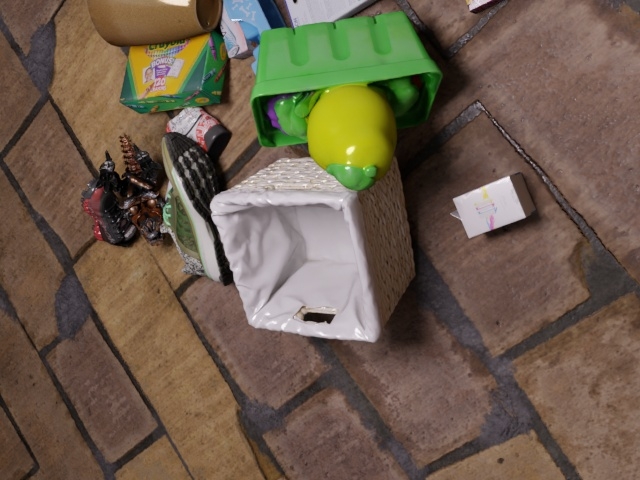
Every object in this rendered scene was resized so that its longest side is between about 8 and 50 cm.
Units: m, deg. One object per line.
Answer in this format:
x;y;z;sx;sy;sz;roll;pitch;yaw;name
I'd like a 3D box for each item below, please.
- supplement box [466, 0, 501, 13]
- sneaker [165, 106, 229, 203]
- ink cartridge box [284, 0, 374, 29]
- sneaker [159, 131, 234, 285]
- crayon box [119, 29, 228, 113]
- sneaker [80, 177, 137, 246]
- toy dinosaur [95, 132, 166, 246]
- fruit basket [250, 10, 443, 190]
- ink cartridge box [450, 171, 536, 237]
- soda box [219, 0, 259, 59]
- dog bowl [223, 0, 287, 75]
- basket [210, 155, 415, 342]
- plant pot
0.329;-0.492;1.297;0.083;0.043;0.054;-20;91;32;supplement box
-0.357;-0.224;1.724;0.145;0.090;0.270;44;114;17;sneaker
0.006;-0.590;1.460;0.224;0.045;0.223;-16;90;41;ink cartridge box
-0.346;-0.066;1.652;0.182;0.158;0.410;-7;111;22;sneaker
-0.370;-0.423;1.664;0.279;0.081;0.165;-1;75;31;crayon box
-0.577;-0.069;1.827;0.135;0.097;0.276;27;150;11;sneaker
-0.505;-0.144;1.781;0.164;0.218;0.322;-39;72;-13;toy dinosaur
0.053;-0.242;1.290;0.393;0.283;0.391;0;75;0;fruit basket
0.346;-0.069;1.340;0.143;0.092;0.089;-23;88;33;ink cartridge box
-0.207;-0.537;1.593;0.063;0.058;0.183;-15;91;31;soda box
-0.117;-0.453;1.503;0.074;0.166;0.297;-27;85;20;dog bowl
0.000;0.000;1.405;0.329;0.266;0.331;2;120;30;basket
-0.371;-0.566;1.556;0.255;0.237;0.237;13;106;18;plant pot
